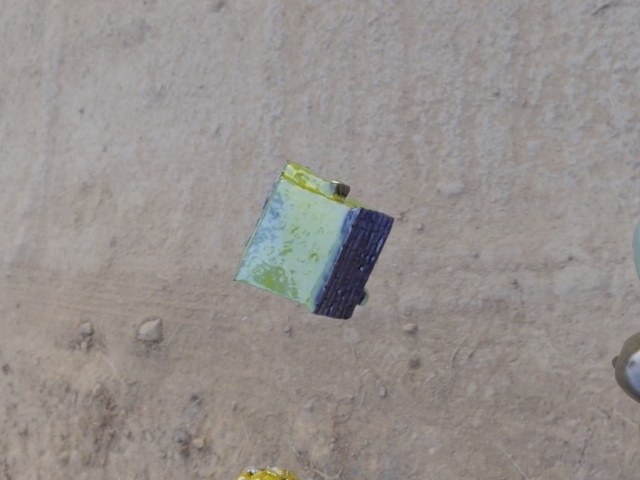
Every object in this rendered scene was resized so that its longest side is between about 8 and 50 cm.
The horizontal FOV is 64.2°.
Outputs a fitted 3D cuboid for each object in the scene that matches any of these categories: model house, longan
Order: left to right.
[{"bbox_3d":[0.000,0.000,0.801,0.211,0.170,0.194,24,97,-7],"label":"model house"},{"bbox_3d":[0.448,0.171,0.687,0.113,0.092,0.113,-37,26,21],"label":"longan"}]

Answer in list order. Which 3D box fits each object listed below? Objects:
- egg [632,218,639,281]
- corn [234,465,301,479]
[{"bbox_3d":[0.454,0.036,0.565,0.169,0.169,0.236,-37,32,28],"label":"egg"},{"bbox_3d":[-0.022,0.316,0.360,0.102,0.102,0.313,-36,42,28],"label":"corn"}]
